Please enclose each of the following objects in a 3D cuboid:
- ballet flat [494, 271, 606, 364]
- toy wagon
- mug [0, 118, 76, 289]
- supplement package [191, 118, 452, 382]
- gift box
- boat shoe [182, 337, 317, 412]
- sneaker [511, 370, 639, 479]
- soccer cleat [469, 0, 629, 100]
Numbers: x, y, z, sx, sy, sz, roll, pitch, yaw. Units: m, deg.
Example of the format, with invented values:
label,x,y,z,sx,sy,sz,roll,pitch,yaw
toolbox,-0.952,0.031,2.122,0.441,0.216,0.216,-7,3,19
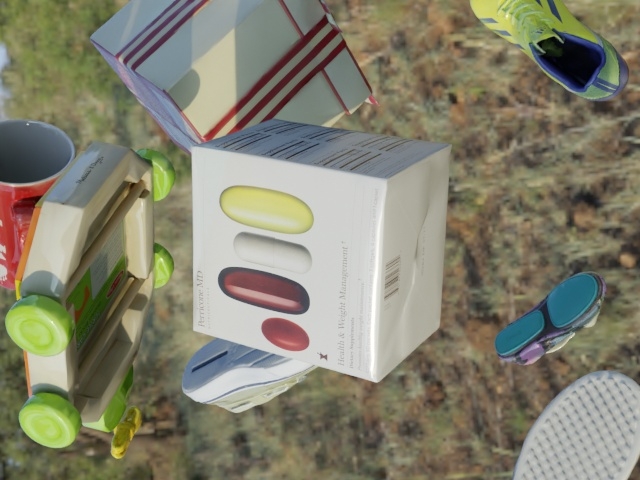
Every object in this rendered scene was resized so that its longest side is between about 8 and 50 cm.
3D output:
label,x,y,z,sx,sy,sz,roll,pitch,yaw
ballet flat,0.347,0.116,1.446,0.221,0.079,0.077,-45,37,41
toy wagon,-0.221,0.079,0.995,0.267,0.068,0.344,-67,-13,-52
mug,-0.334,-0.023,1.095,0.150,0.113,0.169,-73,-3,-47
supplement package,0.000,0.000,0.959,0.149,0.203,0.194,-29,-55,-56
gift box,-0.088,-0.226,1.292,0.276,0.258,0.255,37,168,39
boat shoe,-0.062,0.152,1.317,0.302,0.094,0.109,-26,45,43
sneaker,0.291,0.305,1.208,0.321,0.126,0.127,-60,-25,-1
soccer cleat,0.318,-0.302,1.440,0.289,0.121,0.093,45,118,28
